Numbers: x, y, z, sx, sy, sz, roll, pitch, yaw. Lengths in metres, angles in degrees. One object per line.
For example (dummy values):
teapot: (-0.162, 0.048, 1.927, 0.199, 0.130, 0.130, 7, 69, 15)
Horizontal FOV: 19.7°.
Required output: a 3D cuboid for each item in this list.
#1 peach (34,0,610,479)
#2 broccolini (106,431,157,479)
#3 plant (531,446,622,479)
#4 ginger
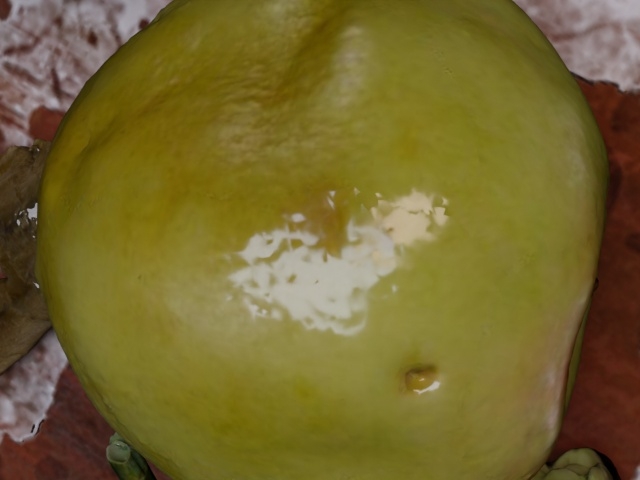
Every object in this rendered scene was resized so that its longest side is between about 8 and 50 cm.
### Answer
peach: (0.005, 0.005, 1.010, 0.315, 0.281, 0.314, -4, 56, 16)
broccolini: (-0.084, 0.193, 1.121, 0.071, 0.254, 0.057, -22, 43, -9)
plant: (0.186, 0.281, 1.042, 0.261, 0.306, 0.297, -14, 135, 0)
ginger: (-0.201, 0.013, 1.211, 0.214, 0.059, 0.133, -26, 93, 23)
